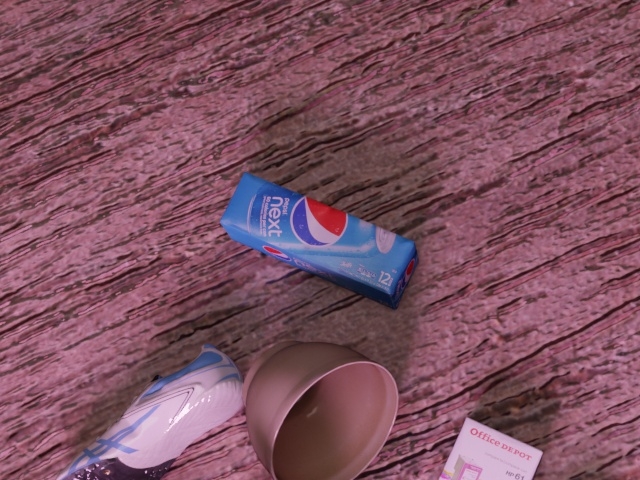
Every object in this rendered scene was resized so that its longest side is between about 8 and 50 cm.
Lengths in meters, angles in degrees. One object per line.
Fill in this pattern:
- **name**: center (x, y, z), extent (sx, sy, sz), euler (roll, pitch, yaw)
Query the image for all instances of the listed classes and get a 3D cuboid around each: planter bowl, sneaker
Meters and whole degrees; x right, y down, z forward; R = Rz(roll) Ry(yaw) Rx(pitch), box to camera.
- **planter bowl**: center (-0.015, 0.171, 1.399), extent (0.162, 0.162, 0.109), euler (-47, 45, -7)
- **sneaker**: center (-0.186, 0.203, 1.448), extent (0.237, 0.085, 0.086), euler (-36, 45, 0)

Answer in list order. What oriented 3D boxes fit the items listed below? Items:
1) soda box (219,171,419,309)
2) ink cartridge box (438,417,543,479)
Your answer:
- **soda box**: center (0.000, 0.000, 1.481), extent (0.210, 0.071, 0.067), euler (22, 78, 14)
- **ink cartridge box**: center (0.167, 0.257, 1.389), extent (0.088, 0.052, 0.122), euler (23, 76, 14)
